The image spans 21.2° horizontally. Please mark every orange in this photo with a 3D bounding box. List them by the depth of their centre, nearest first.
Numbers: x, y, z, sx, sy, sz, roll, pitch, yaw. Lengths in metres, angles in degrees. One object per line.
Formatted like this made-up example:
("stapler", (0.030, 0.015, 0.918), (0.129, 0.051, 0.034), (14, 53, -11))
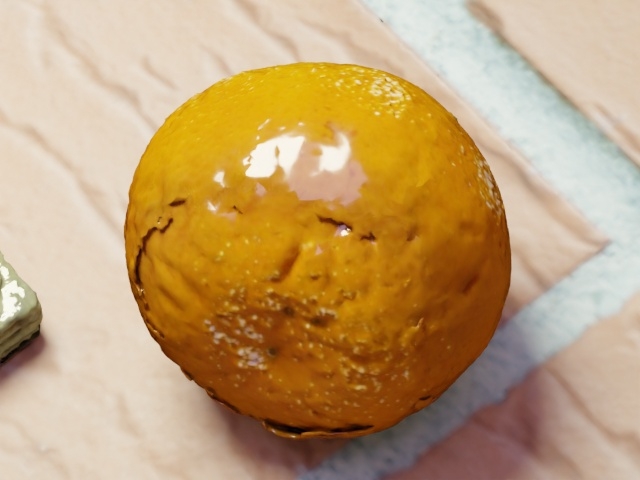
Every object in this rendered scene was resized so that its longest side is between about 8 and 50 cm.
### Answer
("orange", (0.000, 0.000, 0.848), (0.193, 0.193, 0.161), (14, 37, 10))

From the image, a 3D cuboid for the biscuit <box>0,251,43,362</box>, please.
("biscuit", (-0.278, -0.003, 0.934), (0.150, 0.052, 0.252), (-36, 64, -16))
